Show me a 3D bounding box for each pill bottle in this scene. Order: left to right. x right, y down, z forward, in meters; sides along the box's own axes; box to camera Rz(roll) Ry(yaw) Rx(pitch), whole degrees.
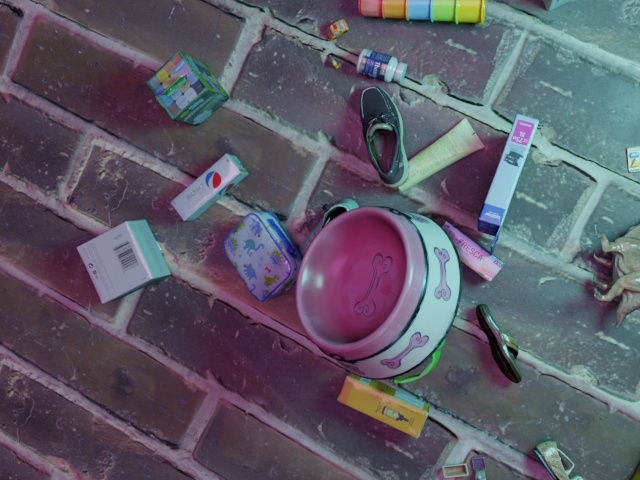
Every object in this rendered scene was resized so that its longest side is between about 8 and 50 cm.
[{"bbox_3d":[0.158,-0.448,1.698,0.120,0.067,0.067,20,97,12],"label":"pill bottle"}]

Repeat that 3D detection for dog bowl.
[{"bbox_3d":[0.110,0.103,1.505,0.408,0.150,0.408,-22,57,37],"label":"dog bowl"}]

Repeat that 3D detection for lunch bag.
[{"bbox_3d":[-0.147,0.039,1.759,0.176,0.090,0.219,-45,71,30],"label":"lunch bag"}]

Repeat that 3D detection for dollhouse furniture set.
[{"bbox_3d":[0.377,0.623,1.700,0.114,0.081,0.091,-11,91,13],"label":"dollhouse furniture set"}]

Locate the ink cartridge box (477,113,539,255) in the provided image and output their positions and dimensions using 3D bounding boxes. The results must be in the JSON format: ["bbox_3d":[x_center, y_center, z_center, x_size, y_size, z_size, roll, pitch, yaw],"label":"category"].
[{"bbox_3d":[0.436,-0.125,1.566,0.065,0.186,0.311,17,87,15],"label":"ink cartridge box"}]

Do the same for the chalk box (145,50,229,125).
[{"bbox_3d":[-0.362,-0.404,1.746,0.132,0.213,0.132,-37,85,12],"label":"chalk box"}]

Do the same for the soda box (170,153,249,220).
[{"bbox_3d":[-0.306,-0.146,1.819,0.216,0.074,0.069,-39,84,12],"label":"soda box"}]

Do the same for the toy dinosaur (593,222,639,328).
[{"bbox_3d":[0.749,0.061,1.543,0.200,0.127,0.296,0,84,22],"label":"toy dinosaur"}]

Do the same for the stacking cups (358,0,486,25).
[{"bbox_3d":[0.254,-0.589,1.657,0.316,0.096,0.096,4,94,14],"label":"stacking cups"}]

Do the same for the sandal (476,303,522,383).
[{"bbox_3d":[0.464,0.257,1.671,0.060,0.090,0.219,-23,80,-8],"label":"sandal"}]

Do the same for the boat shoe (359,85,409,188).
[{"bbox_3d":[0.157,-0.275,1.669,0.102,0.092,0.285,-14,74,15],"label":"boat shoe"}]

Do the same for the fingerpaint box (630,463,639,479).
[{"bbox_3d":[0.943,0.621,1.527,0.371,0.163,0.445,24,98,10],"label":"fingerpaint box"}]

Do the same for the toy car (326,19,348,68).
[{"bbox_3d":[0.049,-0.522,1.733,0.060,0.040,0.122,-11,90,13],"label":"toy car"}]

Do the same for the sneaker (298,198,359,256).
[{"bbox_3d":[0.000,-0.001,1.717,0.094,0.151,0.256,36,101,7],"label":"sneaker"}]

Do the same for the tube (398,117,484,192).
[{"bbox_3d":[0.294,-0.210,1.687,0.240,0.062,0.070,-33,115,10],"label":"tube"}]

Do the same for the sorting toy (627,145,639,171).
[{"bbox_3d":[0.791,-0.201,1.593,0.083,0.012,0.062,-5,92,14],"label":"sorting toy"}]

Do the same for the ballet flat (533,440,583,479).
[{"bbox_3d":[0.619,0.596,1.652,0.067,0.073,0.206,-32,89,-2],"label":"ballet flat"}]

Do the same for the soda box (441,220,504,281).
[{"bbox_3d":[0.377,0.026,1.679,0.183,0.058,0.063,38,100,8],"label":"soda box"}]

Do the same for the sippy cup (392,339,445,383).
[{"bbox_3d":[0.168,0.192,1.664,0.224,0.240,0.305,-23,44,24],"label":"sippy cup"}]

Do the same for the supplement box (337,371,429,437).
[{"bbox_3d":[0.168,0.431,1.742,0.233,0.080,0.078,24,99,12],"label":"supplement box"}]

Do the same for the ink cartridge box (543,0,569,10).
[{"bbox_3d":[0.594,-0.637,1.498,0.172,0.237,0.100,-24,88,13],"label":"ink cartridge box"}]

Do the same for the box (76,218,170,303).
[{"bbox_3d":[-0.557,0.058,1.866,0.182,0.119,0.181,-26,87,14],"label":"box"}]
